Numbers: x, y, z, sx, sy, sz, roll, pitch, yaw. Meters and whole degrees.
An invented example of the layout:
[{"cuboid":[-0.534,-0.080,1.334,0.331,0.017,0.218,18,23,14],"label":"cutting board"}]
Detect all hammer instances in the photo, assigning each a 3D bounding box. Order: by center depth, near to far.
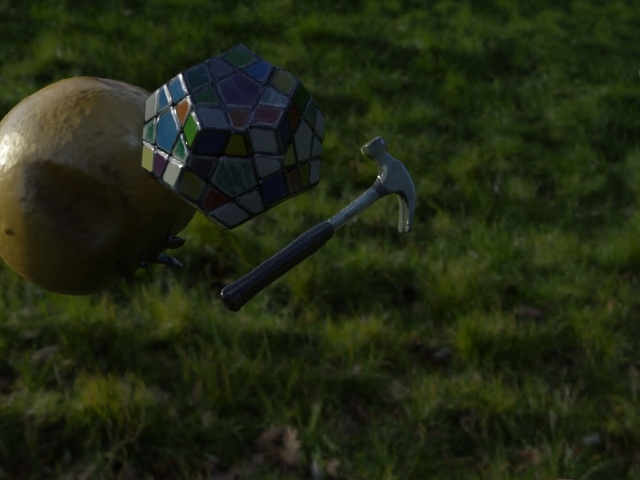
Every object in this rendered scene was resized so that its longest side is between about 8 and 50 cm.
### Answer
[{"cuboid":[0.000,0.000,1.188,0.246,0.103,0.029,-38,10,-17],"label":"hammer"}]

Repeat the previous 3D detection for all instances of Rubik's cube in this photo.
[{"cuboid":[-0.050,-0.059,0.663,0.093,0.111,0.111,6,27,25],"label":"Rubik's cube"}]

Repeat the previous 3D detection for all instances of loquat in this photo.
[{"cuboid":[-0.213,-0.049,1.057,0.213,0.213,0.213,-10,22,4],"label":"loquat"}]

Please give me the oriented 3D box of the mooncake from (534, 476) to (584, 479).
[{"cuboid":[0.295,0.409,1.447,0.117,0.235,0.235,-31,3,43],"label":"mooncake"}]
